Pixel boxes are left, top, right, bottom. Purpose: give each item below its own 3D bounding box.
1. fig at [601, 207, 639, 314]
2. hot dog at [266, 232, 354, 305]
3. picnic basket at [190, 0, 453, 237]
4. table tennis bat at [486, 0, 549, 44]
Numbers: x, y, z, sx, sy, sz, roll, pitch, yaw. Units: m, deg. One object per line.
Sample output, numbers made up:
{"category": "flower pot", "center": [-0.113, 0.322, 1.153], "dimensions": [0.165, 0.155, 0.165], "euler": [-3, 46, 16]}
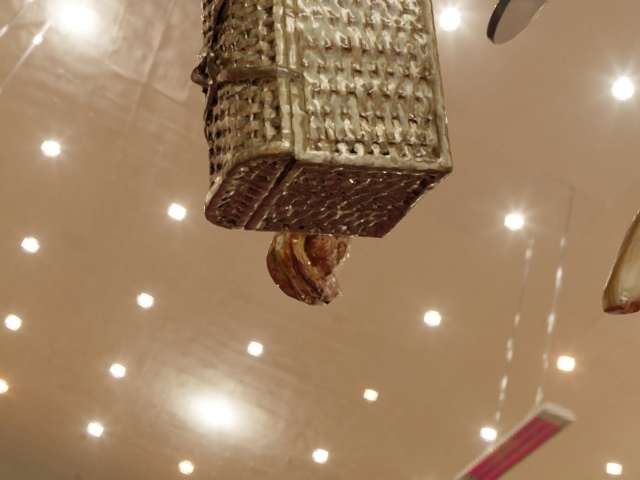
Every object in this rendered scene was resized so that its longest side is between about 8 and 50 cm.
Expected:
{"category": "fig", "center": [0.247, -0.021, 0.510], "dimensions": [0.207, 0.175, 0.175], "euler": [16, -39, -7]}
{"category": "hot dog", "center": [0.003, 0.001, 1.442], "dimensions": [0.114, 0.259, 0.175], "euler": [24, -79, 2]}
{"category": "picnic basket", "center": [-0.012, -0.116, 0.721], "dimensions": [0.154, 0.196, 0.134], "euler": [1, -19, -19]}
{"category": "table tennis bat", "center": [0.207, -0.240, 0.956], "dimensions": [0.019, 0.155, 0.100], "euler": [41, -15, 19]}
